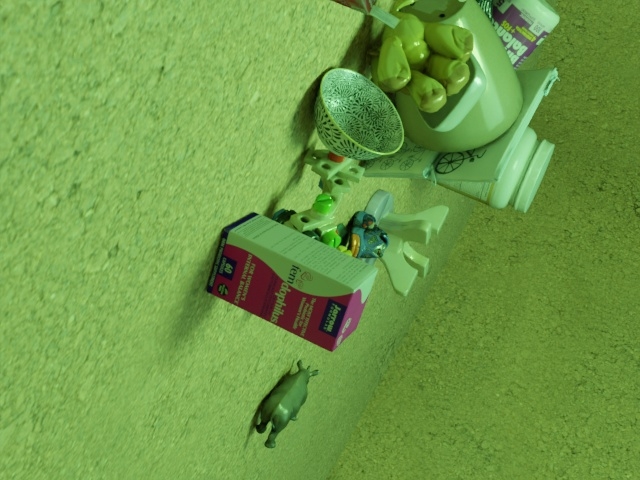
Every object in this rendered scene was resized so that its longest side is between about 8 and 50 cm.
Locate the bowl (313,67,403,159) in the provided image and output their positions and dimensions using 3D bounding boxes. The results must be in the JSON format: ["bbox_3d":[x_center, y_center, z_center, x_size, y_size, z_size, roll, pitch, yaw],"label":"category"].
[{"bbox_3d":[0.046,-0.189,1.610,0.080,0.170,0.170,-40,-174,40],"label":"bowl"}]

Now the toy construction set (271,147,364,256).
[{"bbox_3d":[0.000,0.000,1.694,0.215,0.151,0.328,-21,130,-37],"label":"toy construction set"}]

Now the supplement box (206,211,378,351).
[{"bbox_3d":[-0.042,0.059,1.484,0.114,0.220,0.111,-36,147,-64],"label":"supplement box"}]

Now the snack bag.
[{"bbox_3d":[0.280,-0.241,2.029,0.323,0.342,0.037,-58,133,-26],"label":"snack bag"}]

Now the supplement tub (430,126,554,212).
[{"bbox_3d":[0.424,-0.219,2.571,0.228,0.316,0.228,-59,165,-27],"label":"supplement tub"}]

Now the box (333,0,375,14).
[{"bbox_3d":[0.007,-0.376,1.138,0.123,0.128,0.257,-65,167,-3],"label":"box"}]

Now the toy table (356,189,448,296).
[{"bbox_3d":[0.188,-0.001,2.382,0.252,0.160,0.274,-64,165,-11],"label":"toy table"}]

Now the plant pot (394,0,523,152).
[{"bbox_3d":[0.243,-0.356,1.902,0.257,0.256,0.274,-59,146,-26],"label":"plant pot"}]

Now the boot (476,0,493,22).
[{"bbox_3d":[0.308,-0.546,1.986,0.348,0.131,0.260,-33,145,-67],"label":"boot"}]

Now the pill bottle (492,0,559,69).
[{"bbox_3d":[0.380,-0.440,2.239,0.301,0.169,0.169,-49,173,22],"label":"pill bottle"}]

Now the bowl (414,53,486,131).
[{"bbox_3d":[0.236,-0.269,1.754,0.142,0.053,0.142,-53,-148,27],"label":"bowl"}]

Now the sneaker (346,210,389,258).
[{"bbox_3d":[0.106,-0.002,2.165,0.221,0.087,0.083,-71,175,-70],"label":"sneaker"}]

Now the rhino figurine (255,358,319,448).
[{"bbox_3d":[-0.067,0.344,2.183,0.243,0.073,0.106,-49,161,-55],"label":"rhino figurine"}]

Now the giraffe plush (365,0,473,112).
[{"bbox_3d":[0.145,-0.308,1.728,0.181,0.210,0.170,-45,177,-17],"label":"giraffe plush"}]

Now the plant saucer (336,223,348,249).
[{"bbox_3d":[0.032,0.022,2.121,0.119,0.021,0.119,-59,165,-26],"label":"plant saucer"}]
